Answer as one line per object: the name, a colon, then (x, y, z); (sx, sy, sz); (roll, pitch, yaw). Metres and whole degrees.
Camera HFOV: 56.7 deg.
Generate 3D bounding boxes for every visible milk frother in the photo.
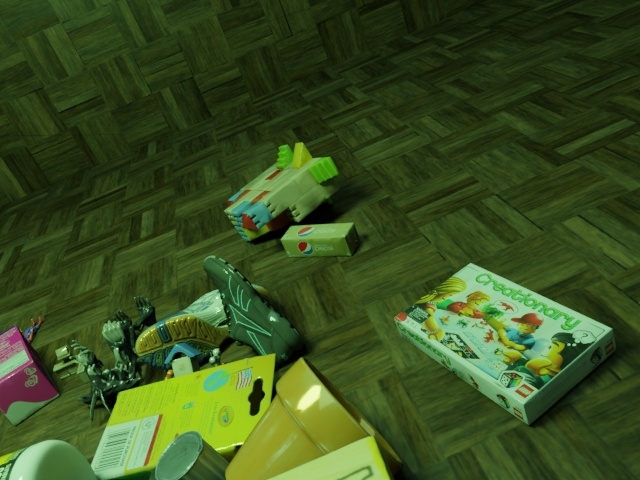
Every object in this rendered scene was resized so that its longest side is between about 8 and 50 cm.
milk frother: (-0.178, 0.378, 0.849); (0.129, 0.134, 0.143); (-36, 27, 5)

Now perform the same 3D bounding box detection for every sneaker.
sneaker: (-0.250, 0.177, 1.272); (0.297, 0.111, 0.131); (-20, 18, -19)
sneaker: (-0.153, 0.139, 1.165); (0.106, 0.101, 0.267); (-44, 73, -6)

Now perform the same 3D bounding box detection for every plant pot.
plant pot: (-0.022, 0.303, 0.832); (0.188, 0.205, 0.205); (-44, 33, -6)

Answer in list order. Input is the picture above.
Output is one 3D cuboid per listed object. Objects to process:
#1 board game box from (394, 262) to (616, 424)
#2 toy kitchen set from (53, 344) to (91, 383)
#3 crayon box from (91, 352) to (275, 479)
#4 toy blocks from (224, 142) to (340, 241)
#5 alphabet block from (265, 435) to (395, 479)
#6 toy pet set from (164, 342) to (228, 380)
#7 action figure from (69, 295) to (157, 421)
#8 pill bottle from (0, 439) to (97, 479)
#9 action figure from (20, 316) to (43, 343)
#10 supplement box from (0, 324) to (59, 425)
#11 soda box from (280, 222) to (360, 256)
board game box: (0.291, 0.154, 0.986); (0.193, 0.053, 0.305); (-33, 31, -18)
toy kitchen set: (-0.565, 0.285, 1.330); (0.083, 0.068, 0.075); (-24, 30, -1)
crayon box: (-0.219, 0.323, 1.023); (0.319, 0.081, 0.202); (-16, 30, 11)
toy blocks: (-0.132, -0.103, 1.580); (0.261, 0.190, 0.381); (-40, 20, -17)
alphabet block: (0.022, 0.378, 0.668); (0.197, 0.192, 0.193); (-24, 31, 0)
toy pet set: (-0.260, 0.233, 1.158); (0.122, 0.065, 0.114); (-16, -9, 9)
action figure: (-0.444, 0.239, 1.252); (0.164, 0.140, 0.275); (-26, 27, 17)
pill bottle: (-0.516, 0.435, 0.871); (0.334, 0.187, 0.188); (-22, 30, 5)
action figure: (-0.777, 0.247, 1.576); (0.038, 0.030, 0.115); (-13, 33, 6)
supplement box: (-0.694, 0.301, 1.348); (0.114, 0.111, 0.220); (-35, 33, -21)
soda box: (0.000, 0.000, 1.427); (0.182, 0.058, 0.061); (-3, 35, 32)
